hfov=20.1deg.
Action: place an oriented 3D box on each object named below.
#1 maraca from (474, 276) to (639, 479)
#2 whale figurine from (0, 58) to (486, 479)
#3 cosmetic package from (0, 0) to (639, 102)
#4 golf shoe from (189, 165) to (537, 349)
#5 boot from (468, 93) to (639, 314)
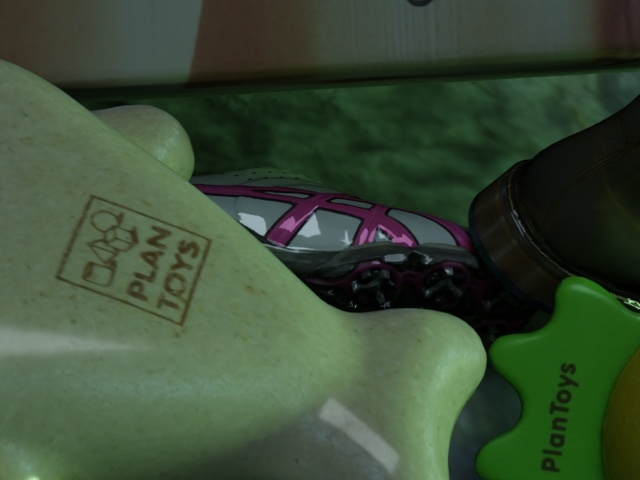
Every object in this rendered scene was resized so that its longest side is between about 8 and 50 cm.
[{"bbox_3d":[0.152,0.075,0.677,0.186,0.099,0.127,8,90,2],"label":"maraca"},{"bbox_3d":[-0.086,0.046,0.610,0.272,0.141,0.216,17,45,-3],"label":"whale figurine"},{"bbox_3d":[0.021,-0.135,0.702,0.296,0.153,0.129,-4,3,6],"label":"cosmetic package"},{"bbox_3d":[0.000,0.000,0.727,0.186,0.067,0.086,5,48,-12],"label":"golf shoe"},{"bbox_3d":[0.176,-0.004,0.722,0.219,0.106,0.082,12,51,-33],"label":"boot"}]
